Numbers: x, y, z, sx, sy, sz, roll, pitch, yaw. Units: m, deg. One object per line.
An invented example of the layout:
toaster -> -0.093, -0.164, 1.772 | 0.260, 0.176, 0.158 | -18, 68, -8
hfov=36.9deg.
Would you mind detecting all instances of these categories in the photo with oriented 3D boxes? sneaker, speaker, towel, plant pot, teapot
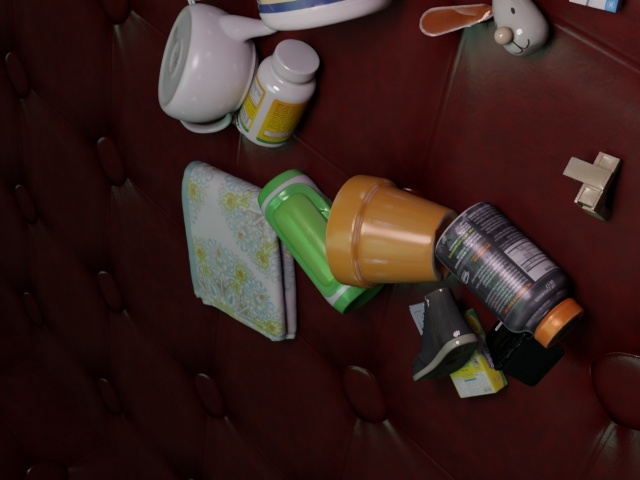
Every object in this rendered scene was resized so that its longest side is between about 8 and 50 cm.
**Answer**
sneaker -> -0.178, -0.261, 2.077 | 0.083, 0.031, 0.035 | 65, 151, 14
speaker -> 0.000, 0.000, 1.929 | 0.296, 0.131, 0.131 | 53, 143, 16
towel -> -0.183, 0.026, 2.212 | 0.320, 0.090, 0.375 | 23, 128, 39
sneaker -> 0.216, 0.175, 1.754 | 0.222, 0.083, 0.118 | 120, 138, -57
plant pot -> 0.140, -0.005, 1.708 | 0.188, 0.205, 0.205 | 11, 120, 31
teapot -> -0.210, -0.342, 1.941 | 0.256, 0.187, 0.253 | 19, 96, 65

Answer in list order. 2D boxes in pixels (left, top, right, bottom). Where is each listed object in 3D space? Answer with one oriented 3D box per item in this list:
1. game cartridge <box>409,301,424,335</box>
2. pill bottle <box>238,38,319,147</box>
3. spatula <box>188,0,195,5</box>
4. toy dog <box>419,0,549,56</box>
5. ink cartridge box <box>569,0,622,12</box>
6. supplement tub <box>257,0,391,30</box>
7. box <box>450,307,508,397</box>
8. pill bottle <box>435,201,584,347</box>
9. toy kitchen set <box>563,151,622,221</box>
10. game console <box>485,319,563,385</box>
game cartridge -> 0.208, 0.159, 1.861 | 0.056, 0.017, 0.083 | -21, 95, 58
pill bottle -> -0.077, -0.286, 1.856 | 0.117, 0.117, 0.208 | 52, 143, 16
spatula -> -0.275, -0.617, 1.990 | 0.168, 0.019, 0.242 | -15, 100, 48
toy dog -> 0.192, -0.413, 1.403 | 0.333, 0.161, 0.220 | 42, 139, 27
ink cartridge box -> 0.372, -0.348, 1.312 | 0.083, 0.028, 0.048 | 21, 128, 24
supplement tub -> -0.016, -0.515, 1.543 | 0.228, 0.228, 0.316 | 10, 119, 48
box -> 0.267, 0.201, 1.790 | 0.105, 0.043, 0.179 | -23, 94, 55
pill bottle -> 0.313, 0.061, 1.568 | 0.246, 0.130, 0.130 | 47, 141, 23
toy kitchen set -> 0.410, -0.086, 1.443 | 0.068, 0.075, 0.083 | 29, 92, 35
game console -> 0.357, 0.183, 1.692 | 0.122, 0.071, 0.107 | 116, 150, -47
